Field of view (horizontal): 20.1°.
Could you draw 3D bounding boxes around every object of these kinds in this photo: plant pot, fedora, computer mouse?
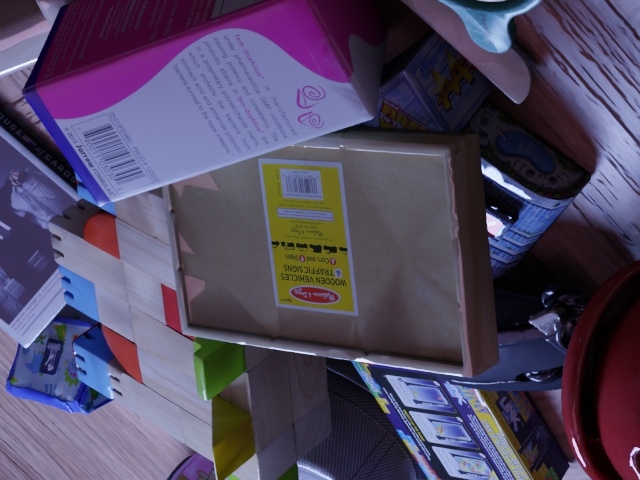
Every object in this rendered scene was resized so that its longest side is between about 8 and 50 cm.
[{"bbox_3d":[0.267,0.106,1.207,0.174,0.191,0.191,9,140,46],"label":"plant pot"},{"bbox_3d":[-0.010,0.217,1.755,0.275,0.124,0.243,-5,129,52],"label":"fedora"},{"bbox_3d":[0.140,0.081,1.393,0.272,0.072,0.188,11,165,47],"label":"computer mouse"}]

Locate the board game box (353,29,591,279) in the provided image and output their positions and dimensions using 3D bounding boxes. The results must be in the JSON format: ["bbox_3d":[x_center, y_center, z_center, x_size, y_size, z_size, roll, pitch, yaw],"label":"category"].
[{"bbox_3d":[0.087,-0.064,1.303,0.194,0.060,0.194,37,152,4],"label":"board game box"}]

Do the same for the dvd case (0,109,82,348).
[{"bbox_3d":[-0.324,-0.031,1.760,0.239,0.029,0.179,41,116,-5],"label":"dvd case"}]

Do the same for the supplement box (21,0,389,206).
[{"bbox_3d":[-0.076,-0.125,1.255,0.220,0.114,0.111,-15,126,22],"label":"supplement box"}]

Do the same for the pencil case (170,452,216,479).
[{"bbox_3d":[0.016,0.351,1.868,0.386,0.167,0.160,23,170,22],"label":"pencil case"}]

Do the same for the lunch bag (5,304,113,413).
[{"bbox_3d":[-0.235,0.109,1.830,0.129,0.151,0.096,6,139,46],"label":"lunch bag"}]

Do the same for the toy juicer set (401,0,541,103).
[{"bbox_3d":[0.055,-0.211,1.095,0.209,0.089,0.329,32,151,12],"label":"toy juicer set"}]

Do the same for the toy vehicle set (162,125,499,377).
[{"bbox_3d":[0.000,0.000,1.299,0.267,0.035,0.166,6,110,36],"label":"toy vehicle set"}]

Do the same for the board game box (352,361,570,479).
[{"bbox_3d":[0.122,0.149,1.586,0.141,0.048,0.170,3,136,44],"label":"board game box"}]

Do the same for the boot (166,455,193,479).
[{"bbox_3d":[-0.087,0.377,2.107,0.207,0.094,0.246,32,145,20],"label":"boot"}]

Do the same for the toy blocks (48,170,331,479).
[{"bbox_3d":[-0.126,0.037,1.591,0.261,0.191,0.381,27,137,33],"label":"toy blocks"}]

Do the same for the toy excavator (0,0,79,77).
[{"bbox_3d":[-0.379,-0.162,1.491,0.445,0.433,0.222,48,169,53],"label":"toy excavator"}]
